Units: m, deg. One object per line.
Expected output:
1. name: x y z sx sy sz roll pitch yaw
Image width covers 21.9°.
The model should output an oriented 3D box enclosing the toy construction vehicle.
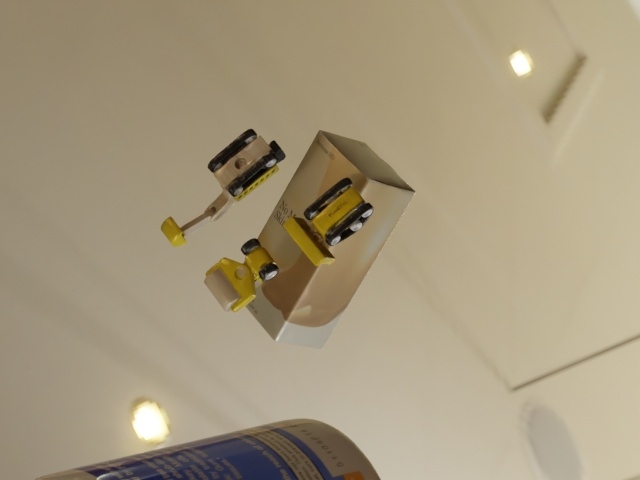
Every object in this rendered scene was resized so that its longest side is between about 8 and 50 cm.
1. toy construction vehicle: -0.029 -0.011 0.914 0.086 0.098 0.035 48 180 20

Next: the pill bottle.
1. pill bottle: -0.098 0.199 0.961 0.272 0.152 0.152 -7 -108 -40

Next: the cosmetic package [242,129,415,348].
1. cosmetic package: 0.000 0.000 0.969 0.041 0.115 0.060 13 -157 -43
